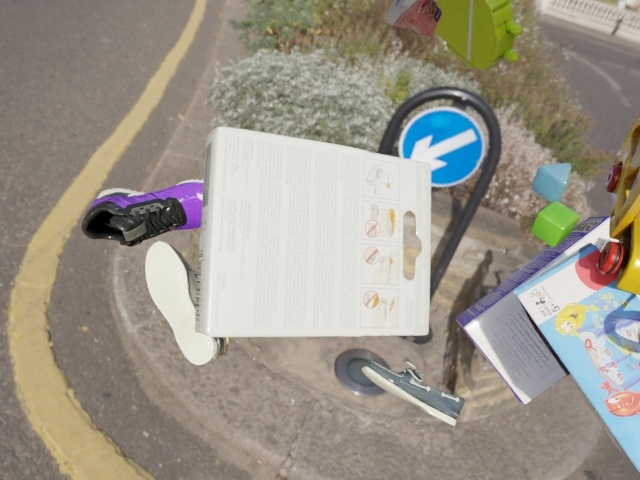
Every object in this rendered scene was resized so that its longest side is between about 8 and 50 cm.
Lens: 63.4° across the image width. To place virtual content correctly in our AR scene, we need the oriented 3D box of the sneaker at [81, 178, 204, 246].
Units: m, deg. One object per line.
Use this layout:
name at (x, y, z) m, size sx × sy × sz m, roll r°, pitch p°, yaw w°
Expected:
sneaker at (-0.332, -0.042, 1.020) m, size 0.293 × 0.102 × 0.146 m, roll -5°, pitch 27°, yaw 10°

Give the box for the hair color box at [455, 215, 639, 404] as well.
hair color box at (0.454, 0.127, 0.986) m, size 0.185 × 0.339 × 0.110 m, roll 52°, pitch 6°, yaw 2°

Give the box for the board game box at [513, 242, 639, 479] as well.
board game box at (0.342, 0.182, 0.548) m, size 0.302 × 0.086 × 0.308 m, roll 31°, pitch 27°, yaw -60°

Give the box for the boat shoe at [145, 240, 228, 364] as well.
boat shoe at (-0.309, 0.140, 1.202) m, size 0.305 × 0.109 × 0.091 m, roll 61°, pitch 19°, yaw 13°

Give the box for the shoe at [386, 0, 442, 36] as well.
shoe at (0.173, -0.398, 0.872) m, size 0.081 × 0.063 × 0.178 m, roll 17°, pitch 1°, yaw -9°

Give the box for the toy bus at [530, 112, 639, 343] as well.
toy bus at (0.297, -0.032, 0.418) m, size 0.191 × 0.104 × 0.202 m, roll -21°, pitch 53°, yaw -13°

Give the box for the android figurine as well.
android figurine at (0.292, -0.447, 1.016) m, size 0.056 × 0.248 × 0.273 m, roll -33°, pitch 57°, yaw -6°

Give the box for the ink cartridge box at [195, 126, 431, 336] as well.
ink cartridge box at (0.000, 0.000, 0.847) m, size 0.385 × 0.308 × 0.091 m, roll 5°, pitch -7°, yaw -25°

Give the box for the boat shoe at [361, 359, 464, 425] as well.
boat shoe at (0.223, 0.348, 1.238) m, size 0.254 × 0.095 × 0.079 m, roll 28°, pitch 74°, yaw 9°
